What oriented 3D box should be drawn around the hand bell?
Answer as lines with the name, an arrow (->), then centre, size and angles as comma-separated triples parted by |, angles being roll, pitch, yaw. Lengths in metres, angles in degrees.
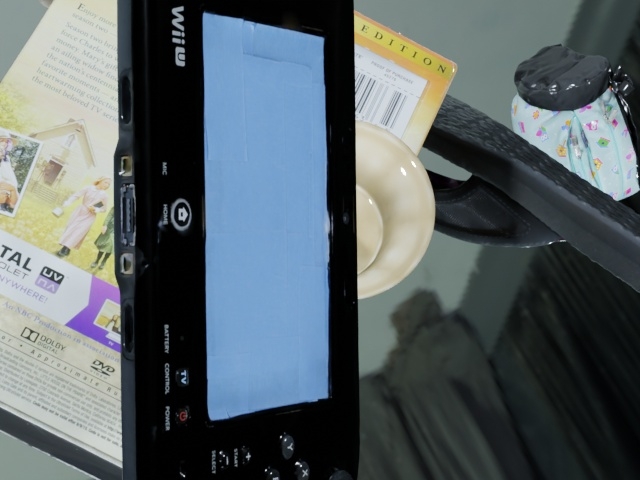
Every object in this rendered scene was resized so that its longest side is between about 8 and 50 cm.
hand bell -> 0.000, 0.000, 0.911 | 0.126, 0.126, 0.242 | -37, -177, 12

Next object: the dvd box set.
dvd box set -> -0.110, -0.030, 1.117 | 0.307, 0.420, 0.062 | 26, 153, -3

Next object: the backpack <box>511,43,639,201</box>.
backpack -> 0.287, -0.117, 1.686 | 0.115, 0.152, 0.182 | -26, 116, -10

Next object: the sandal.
sandal -> 0.166, -0.032, 1.365 | 0.107, 0.446, 0.167 | -60, 159, 15

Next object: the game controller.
game controller -> -0.034, -0.011, 0.686 | 0.067, 0.319, 0.166 | -1, 180, 23

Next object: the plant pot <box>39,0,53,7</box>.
plant pot -> -0.205, -0.267, 1.500 | 0.109, 0.096, 0.109 | -2, 119, -35
